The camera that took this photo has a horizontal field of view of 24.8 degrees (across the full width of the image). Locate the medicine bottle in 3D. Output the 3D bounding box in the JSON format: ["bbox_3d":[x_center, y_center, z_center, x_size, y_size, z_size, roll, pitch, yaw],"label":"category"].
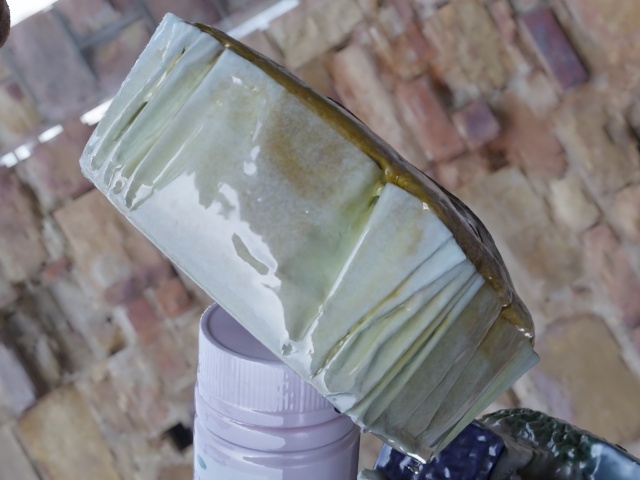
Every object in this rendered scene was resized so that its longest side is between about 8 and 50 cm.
[{"bbox_3d":[-0.034,0.174,1.137,0.133,0.133,0.249,-124,33,-58],"label":"medicine bottle"}]

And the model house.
[{"bbox_3d":[0.177,0.298,1.501,0.284,0.243,0.298,18,-176,-39],"label":"model house"}]

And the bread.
[{"bbox_3d":[0.002,0.000,0.705,0.210,0.110,0.192,41,178,27],"label":"bread"}]

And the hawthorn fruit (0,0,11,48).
[{"bbox_3d":[-0.449,-0.296,1.697,0.157,0.157,0.194,94,160,-86],"label":"hawthorn fruit"}]
